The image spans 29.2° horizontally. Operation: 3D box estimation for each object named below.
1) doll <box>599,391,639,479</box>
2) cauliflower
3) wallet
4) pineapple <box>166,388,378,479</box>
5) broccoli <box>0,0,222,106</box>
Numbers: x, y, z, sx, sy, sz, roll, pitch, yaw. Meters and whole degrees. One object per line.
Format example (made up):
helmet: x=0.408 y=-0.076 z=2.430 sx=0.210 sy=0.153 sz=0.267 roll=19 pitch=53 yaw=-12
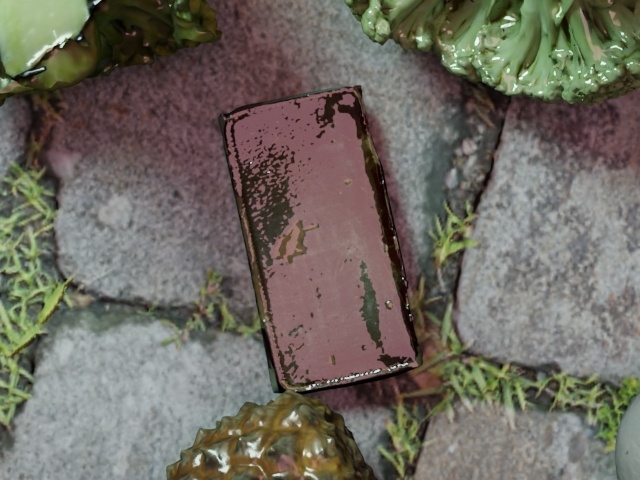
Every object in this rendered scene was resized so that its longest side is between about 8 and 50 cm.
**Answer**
doll: x=0.240 y=0.228 z=0.916 sx=0.151 sy=0.151 sz=0.287 roll=39 pitch=91 yaw=-1
cauliflower: x=0.144 y=-0.244 z=0.868 sx=0.275 sy=0.250 sz=0.272 roll=11 pitch=90 yaw=-7
wallet: x=0.000 y=0.000 z=0.965 sx=0.121 sy=0.031 sz=0.232 roll=-12 pitch=87 yaw=2
pineapple: x=-0.048 y=0.209 z=0.900 sx=0.193 sy=0.166 sz=0.166 roll=-32 pitch=90 yaw=6
broccoli: x=-0.174 y=-0.164 z=0.878 sx=0.242 sy=0.180 sz=0.273 roll=-25 pitch=55 yaw=2
